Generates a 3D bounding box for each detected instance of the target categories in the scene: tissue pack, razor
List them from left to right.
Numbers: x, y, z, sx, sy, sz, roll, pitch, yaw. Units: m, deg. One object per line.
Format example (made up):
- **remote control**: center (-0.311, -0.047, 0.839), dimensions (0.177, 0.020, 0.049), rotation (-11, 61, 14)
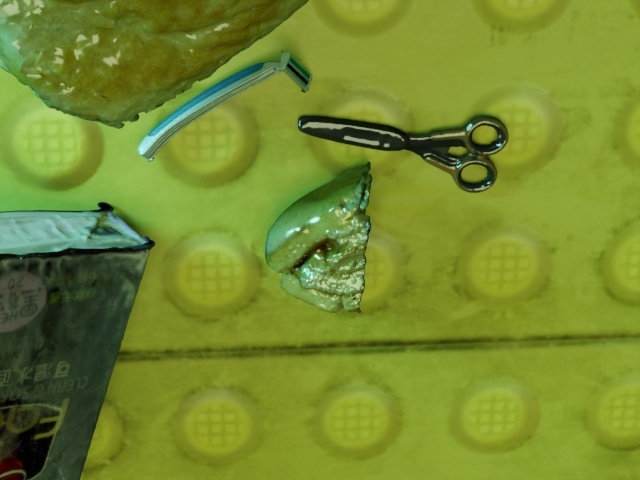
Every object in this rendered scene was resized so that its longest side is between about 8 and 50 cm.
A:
- **tissue pack**: center (-0.341, 0.138, 1.465), dimensions (0.259, 0.122, 0.361), rotation (-2, 121, -43)
- **razor**: center (-0.104, -0.138, 1.438), dimensions (0.191, 0.037, 0.068), rotation (-26, 157, 13)

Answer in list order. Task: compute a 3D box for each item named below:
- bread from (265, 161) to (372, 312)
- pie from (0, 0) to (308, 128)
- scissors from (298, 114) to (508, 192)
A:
- **bread**: center (-0.001, -0.005, 1.484), dimensions (0.110, 0.103, 0.156), rotation (7, 111, 5)
- **pie**: center (-0.143, -0.319, 1.262), dimensions (0.395, 0.180, 0.418), rotation (-23, 126, -9)
- **scissors**: center (0.084, -0.104, 1.480), dimensions (0.220, 0.017, 0.088), rotation (9, 119, -9)
